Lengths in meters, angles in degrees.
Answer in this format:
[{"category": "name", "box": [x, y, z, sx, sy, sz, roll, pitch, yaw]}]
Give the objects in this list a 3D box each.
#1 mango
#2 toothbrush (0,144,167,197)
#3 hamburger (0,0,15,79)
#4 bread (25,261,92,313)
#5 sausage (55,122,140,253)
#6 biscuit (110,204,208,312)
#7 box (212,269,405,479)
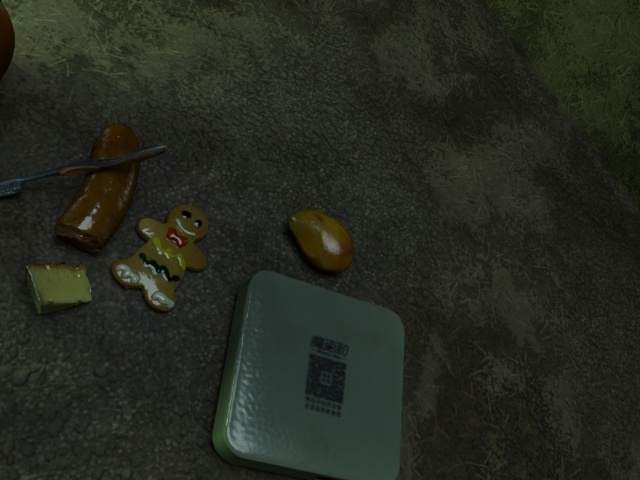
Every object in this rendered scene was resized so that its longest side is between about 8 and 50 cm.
[{"category": "mango", "box": [0.006, -0.002, 1.408, 0.115, 0.089, 0.165, -29, 78, -28]}, {"category": "toothbrush", "box": [-0.434, -0.130, 1.157, 0.321, 0.023, 0.031, -16, 62, -3]}, {"category": "hamburger", "box": [-0.685, -0.351, 1.009, 0.395, 0.396, 0.277, -17, 74, -36]}, {"category": "bread", "box": [-0.443, 0.077, 1.103, 0.109, 0.080, 0.084, -14, 75, -33]}, {"category": "sausage", "box": [-0.407, -0.107, 1.211, 0.108, 0.109, 0.271, 21, 56, -20]}, {"category": "biscuit", "box": [-0.297, 0.018, 1.251, 0.158, 0.035, 0.240, 35, 53, -13]}, {"category": "box", "box": [-0.008, 0.270, 1.252, 0.367, 0.090, 0.373, 21, 55, -21]}]
